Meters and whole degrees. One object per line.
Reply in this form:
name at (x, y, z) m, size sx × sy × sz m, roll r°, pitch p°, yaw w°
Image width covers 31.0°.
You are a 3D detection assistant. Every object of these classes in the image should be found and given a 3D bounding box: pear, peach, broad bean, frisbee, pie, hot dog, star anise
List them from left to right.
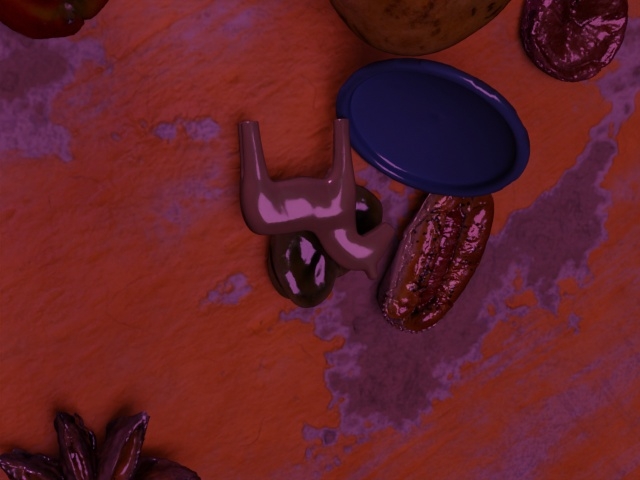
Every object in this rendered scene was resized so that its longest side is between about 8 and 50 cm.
peach at (-0.358, -0.369, 1.436) m, size 0.190 × 0.226 × 0.196 m, roll -39°, pitch 164°, yaw 31°
star anise at (-0.345, 0.390, 1.727) m, size 0.331 × 0.117 × 0.332 m, roll -3°, pitch 105°, yaw -13°
broad bean at (0.002, 0.001, 1.754) m, size 0.153 × 0.072 × 0.207 m, roll 39°, pitch 81°, yaw -29°
pear at (0.138, -0.399, 1.532) m, size 0.304 × 0.304 × 0.304 m, roll -7°, pitch 111°, yaw -19°
frisbee at (0.163, -0.168, 1.661) m, size 0.289 × 0.289 × 0.049 m, roll 43°, pitch 55°, yaw -28°
hot dog at (0.186, 0.023, 1.824) m, size 0.144 × 0.075 × 0.268 m, roll 19°, pitch 99°, yaw -24°
pie at (0.395, -0.336, 1.790) m, size 0.182 × 0.049 × 0.182 m, roll -5°, pitch 109°, yaw -15°

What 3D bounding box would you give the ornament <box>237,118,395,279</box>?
ornament at (-0.003, -0.057, 1.686) m, size 0.230 × 0.061 × 0.245 m, roll -5°, pitch 95°, yaw -15°
